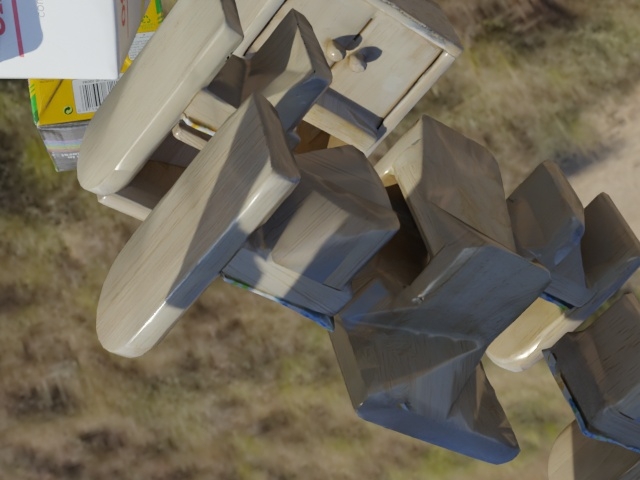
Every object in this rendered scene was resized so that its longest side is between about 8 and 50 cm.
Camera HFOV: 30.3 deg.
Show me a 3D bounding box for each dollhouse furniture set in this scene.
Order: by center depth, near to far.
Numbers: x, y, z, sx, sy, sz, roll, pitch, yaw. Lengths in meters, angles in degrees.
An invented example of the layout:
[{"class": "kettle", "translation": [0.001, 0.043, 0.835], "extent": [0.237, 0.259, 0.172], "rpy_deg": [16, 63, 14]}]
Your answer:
[{"class": "dollhouse furniture set", "translation": [0.000, 0.000, 0.795], "extent": [0.362, 0.394, 0.256], "rpy_deg": [24, 120, -33]}]

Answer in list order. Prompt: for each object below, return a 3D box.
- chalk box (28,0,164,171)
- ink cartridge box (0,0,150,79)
[{"class": "chalk box", "translation": [-0.213, -0.152, 1.177], "extent": [0.132, 0.132, 0.213], "rpy_deg": [-8, 171, -8]}, {"class": "ink cartridge box", "translation": [-0.197, -0.253, 0.890], "extent": [0.119, 0.353, 0.207], "rpy_deg": [1, 123, 2]}]
